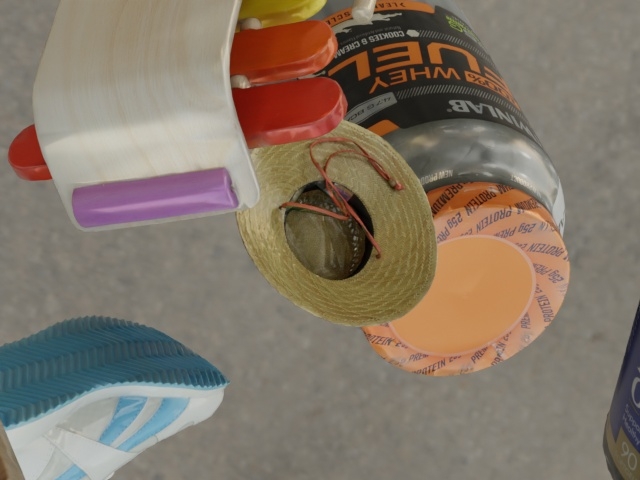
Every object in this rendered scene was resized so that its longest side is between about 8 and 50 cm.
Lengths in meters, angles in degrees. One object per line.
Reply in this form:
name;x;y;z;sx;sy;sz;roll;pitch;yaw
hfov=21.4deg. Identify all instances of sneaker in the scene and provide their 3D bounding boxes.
sneaker;-0.146;0.107;0.990;0.229;0.087;0.092;-10;126;-51

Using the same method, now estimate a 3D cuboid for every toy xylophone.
toy xylophone;-0.052;-0.147;0.991;0.081;0.236;0.322;64;33;-42

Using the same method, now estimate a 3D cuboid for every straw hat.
straw hat;0.000;0.000;1.033;0.144;0.061;0.144;14;57;-22

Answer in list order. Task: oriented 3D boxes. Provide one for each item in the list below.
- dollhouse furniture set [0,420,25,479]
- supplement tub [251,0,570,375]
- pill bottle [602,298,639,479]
dollhouse furniture set;-0.228;0.041;0.475;0.259;0.262;0.135;40;91;-27
supplement tub;0.064;-0.056;1.273;0.194;0.316;0.193;-9;129;-11
pill bottle;0.217;0.040;0.830;0.123;0.123;0.219;-32;143;-34
